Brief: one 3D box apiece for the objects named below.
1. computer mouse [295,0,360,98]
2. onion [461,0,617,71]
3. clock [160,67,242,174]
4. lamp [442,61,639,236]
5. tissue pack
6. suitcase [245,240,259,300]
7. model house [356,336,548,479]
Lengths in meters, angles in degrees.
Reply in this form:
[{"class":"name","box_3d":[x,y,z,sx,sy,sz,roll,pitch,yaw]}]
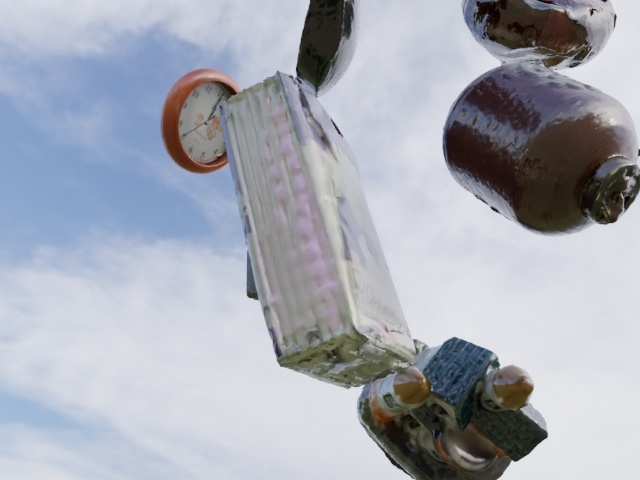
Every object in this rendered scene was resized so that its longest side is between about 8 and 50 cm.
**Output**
[{"class":"computer mouse","box_3d":[0.028,-0.377,1.003,0.087,0.168,0.295,14,-75,2]},{"class":"onion","box_3d":[0.378,-0.378,1.095,0.272,0.272,0.195,10,-51,3]},{"class":"clock","box_3d":[-0.222,-0.229,1.178,0.051,0.205,0.205,20,-36,35]},{"class":"lamp","box_3d":[0.255,-0.106,0.705,0.180,0.258,0.180,-18,-51,-24]},{"class":"tissue pack","box_3d":[0.000,0.000,0.751,0.125,0.344,0.242,-21,-25,14]},{"class":"suitcase","box_3d":[-0.106,0.057,1.212,0.086,0.126,0.059,-15,-22,38]},{"class":"model house","box_3d":[0.223,0.273,0.955,0.271,0.190,0.301,45,-26,7]}]
